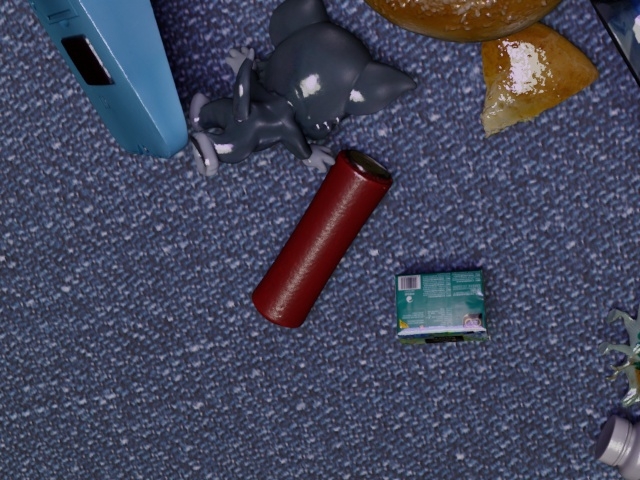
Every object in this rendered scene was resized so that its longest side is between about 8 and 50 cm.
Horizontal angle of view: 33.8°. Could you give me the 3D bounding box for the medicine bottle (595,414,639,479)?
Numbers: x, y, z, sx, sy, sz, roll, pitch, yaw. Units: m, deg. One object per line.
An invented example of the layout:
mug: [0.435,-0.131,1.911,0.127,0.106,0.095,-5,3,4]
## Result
medicine bottle: [0.423,0.274,1.324,0.140,0.079,0.079,22,111,5]

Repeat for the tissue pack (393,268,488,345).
tissue pack: [0.153,0.087,1.325,0.111,0.079,0.085,-5,71,12]

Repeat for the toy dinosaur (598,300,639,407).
toy dinosaur: [0.406,0.120,1.303,0.106,0.044,0.187,29,99,-13]

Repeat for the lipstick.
lipstick: [0.000,0.000,1.323,0.080,0.080,0.241,33,111,0]

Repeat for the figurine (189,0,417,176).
figurine: [-0.052,-0.176,1.213,0.193,0.265,0.140,49,138,20]

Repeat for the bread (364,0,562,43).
bread: [0.173,-0.313,1.129,0.314,0.171,0.192,-26,89,20]

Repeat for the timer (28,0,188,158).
timer: [-0.237,-0.221,1.235,0.091,0.232,0.250,-33,111,-19]

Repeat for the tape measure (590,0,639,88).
tape measure: [0.402,-0.174,1.086,0.138,0.259,0.262,-30,100,19]

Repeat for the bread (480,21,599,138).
bread: [0.254,-0.193,1.223,0.136,0.054,0.154,1,110,8]
